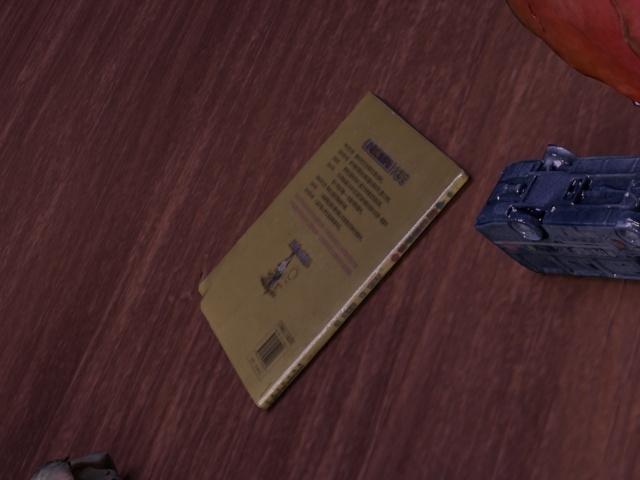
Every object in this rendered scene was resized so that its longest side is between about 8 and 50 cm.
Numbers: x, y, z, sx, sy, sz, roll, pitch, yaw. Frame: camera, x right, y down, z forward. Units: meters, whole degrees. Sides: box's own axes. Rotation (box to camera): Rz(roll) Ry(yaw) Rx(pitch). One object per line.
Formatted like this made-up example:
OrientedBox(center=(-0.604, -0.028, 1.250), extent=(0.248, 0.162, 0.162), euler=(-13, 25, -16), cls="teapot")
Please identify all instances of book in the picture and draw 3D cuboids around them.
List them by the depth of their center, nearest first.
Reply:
OrientedBox(center=(0.000, 0.000, 0.903), extent=(0.192, 0.013, 0.168), euler=(-49, 29, 6), cls="book")

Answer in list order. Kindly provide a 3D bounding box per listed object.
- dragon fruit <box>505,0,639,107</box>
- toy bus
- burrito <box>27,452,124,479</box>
OrientedBox(center=(0.202, -0.149, 0.513), extent=(0.291, 0.291, 0.189), euler=(-38, 38, 25), cls="dragon fruit")
OrientedBox(center=(0.143, -0.010, 0.653), extent=(0.166, 0.065, 0.047), euler=(4, 61, 59), cls="toy bus")
OrientedBox(center=(-0.113, 0.197, 0.789), extent=(0.096, 0.066, 0.309), euler=(-59, 28, -2), cls="burrito")
